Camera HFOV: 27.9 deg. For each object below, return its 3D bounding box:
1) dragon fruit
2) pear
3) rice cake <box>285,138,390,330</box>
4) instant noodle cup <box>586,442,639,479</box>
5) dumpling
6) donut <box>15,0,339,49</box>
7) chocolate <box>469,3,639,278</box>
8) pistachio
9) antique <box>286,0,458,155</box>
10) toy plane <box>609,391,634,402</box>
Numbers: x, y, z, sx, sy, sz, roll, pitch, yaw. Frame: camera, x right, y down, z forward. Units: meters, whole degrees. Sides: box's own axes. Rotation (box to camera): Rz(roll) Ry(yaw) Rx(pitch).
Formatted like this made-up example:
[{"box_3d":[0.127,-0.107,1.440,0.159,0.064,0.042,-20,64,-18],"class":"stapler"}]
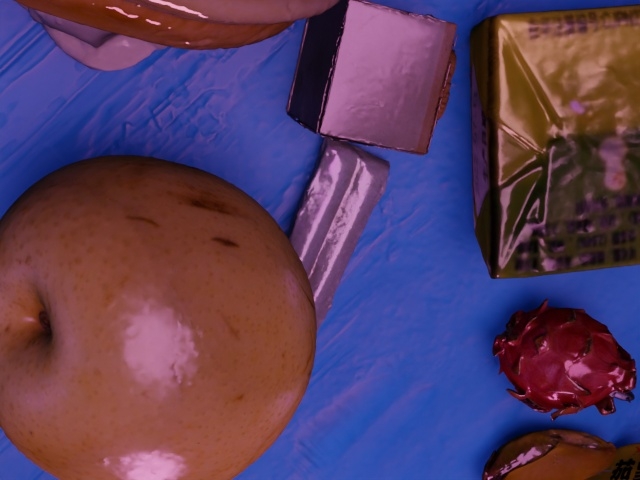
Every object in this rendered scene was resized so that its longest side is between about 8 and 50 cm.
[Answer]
[{"box_3d":[0.286,0.140,1.494,0.166,0.133,0.136,10,97,20],"class":"dragon fruit"},{"box_3d":[-0.172,0.085,1.273,0.348,0.348,0.348,-3,104,-12],"class":"pear"},{"box_3d":[0.000,0.000,1.442,0.085,0.040,0.226,21,98,-17],"class":"rice cake"},{"box_3d":[0.406,0.358,1.558,0.144,0.182,0.182,39,92,-26],"class":"instant noodle cup"},{"box_3d":[-0.245,-0.254,1.296,0.229,0.124,0.151,32,131,-13],"class":"dumpling"},{"box_3d":[-0.175,-0.318,1.104,0.449,0.449,0.198,17,122,-16],"class":"donut"},{"box_3d":[0.310,-0.120,1.436,0.301,0.137,0.289,-6,105,-13],"class":"chocolate"},{"box_3d":[0.272,0.261,1.563,0.173,0.049,0.089,-11,130,-12],"class":"pistachio"},{"box_3d":[0.058,-0.178,1.356,0.148,0.152,0.147,11,101,-17],"class":"antique"},{"box_3d":[0.350,0.180,1.572,0.083,0.031,0.078,25,112,-15],"class":"toy plane"}]
